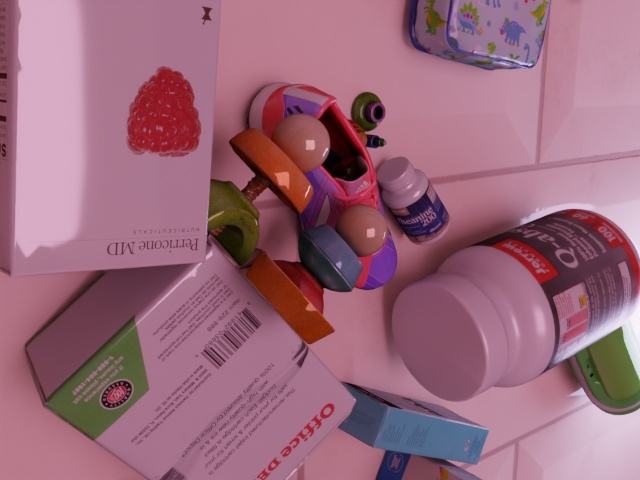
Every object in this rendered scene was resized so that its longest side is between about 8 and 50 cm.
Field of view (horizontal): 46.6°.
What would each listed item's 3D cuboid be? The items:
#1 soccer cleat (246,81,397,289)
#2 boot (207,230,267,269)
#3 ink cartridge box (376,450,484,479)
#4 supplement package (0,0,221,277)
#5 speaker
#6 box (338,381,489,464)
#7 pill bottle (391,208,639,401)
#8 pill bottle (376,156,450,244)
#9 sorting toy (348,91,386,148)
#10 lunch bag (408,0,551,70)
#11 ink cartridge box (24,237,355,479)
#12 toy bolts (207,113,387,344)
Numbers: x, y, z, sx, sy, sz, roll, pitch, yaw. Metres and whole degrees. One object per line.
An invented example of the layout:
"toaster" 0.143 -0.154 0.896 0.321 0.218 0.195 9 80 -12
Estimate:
"soccer cleat" 0.029 -0.049 0.899 0.108 0.116 0.318 -46 126 -23
"boot" -0.113 -0.010 0.841 0.118 0.042 0.087 -12 106 -38
"ink cartridge box" 0.181 0.395 1.059 0.078 0.231 0.134 24 84 -41
"supplement package" -0.206 -0.132 0.642 0.177 0.175 0.293 -4 103 -40
"speaker" 0.517 0.194 1.365 0.131 0.131 0.297 -48 126 -21
"box" 0.132 0.267 1.074 0.244 0.100 0.060 22 86 -41
"pill bottle" 0.294 0.091 1.095 0.362 0.210 0.210 -19 112 -36
"pill bottle" 0.125 -0.055 1.012 0.067 0.067 0.120 -51 127 -19
"sorting toy" 0.059 -0.143 0.952 0.102 0.042 0.061 -51 127 -19
"lunch bag" 0.223 -0.330 1.013 0.219 0.090 0.176 -1 102 -40
"ink cartridge box" -0.127 0.148 0.793 0.211 0.121 0.289 -44 126 -9
"toy bolts" 0.000 0.000 0.763 0.158 0.218 0.228 -42 145 -5
